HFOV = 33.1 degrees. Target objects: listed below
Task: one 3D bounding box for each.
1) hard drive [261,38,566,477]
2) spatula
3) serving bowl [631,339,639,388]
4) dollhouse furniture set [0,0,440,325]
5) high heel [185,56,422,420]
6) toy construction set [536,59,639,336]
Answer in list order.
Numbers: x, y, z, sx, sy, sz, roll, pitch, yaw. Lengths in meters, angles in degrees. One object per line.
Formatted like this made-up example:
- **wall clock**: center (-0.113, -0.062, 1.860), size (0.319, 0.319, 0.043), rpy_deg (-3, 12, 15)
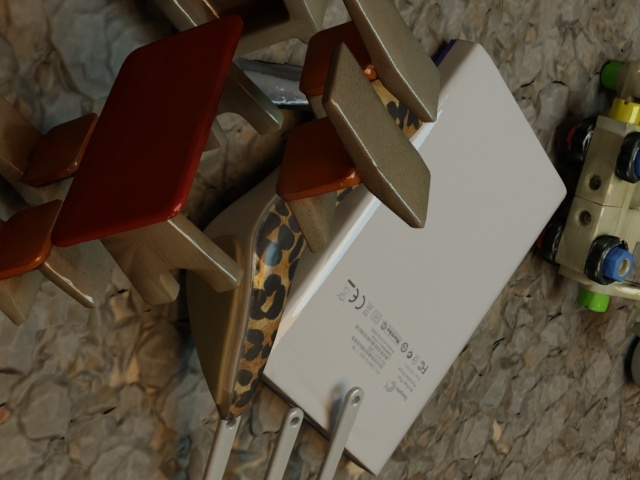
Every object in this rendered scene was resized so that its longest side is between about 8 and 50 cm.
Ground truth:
- **hard drive**: center (0.079, 0.019, 0.914), size (0.318, 0.040, 0.210), rpy_deg (-54, 133, -14)
- **spatula**: center (-0.051, 0.227, 0.854), size (0.168, 0.019, 0.242), rpy_deg (-2, 120, -39)
- **serving bowl**: center (0.386, 0.136, 1.251), size (0.083, 0.027, 0.083), rpy_deg (-17, 117, -38)
- **dollhouse furniture set**: center (-0.079, -0.100, 0.598), size (0.135, 0.262, 0.259), rpy_deg (53, 34, -38)
- **high heel**: center (0.000, 0.000, 0.792), size (0.186, 0.093, 0.261), rpy_deg (2, 95, -37)
- **toy construction set**: center (0.334, -0.041, 1.068), size (0.215, 0.151, 0.327), rpy_deg (2, 93, -43)
